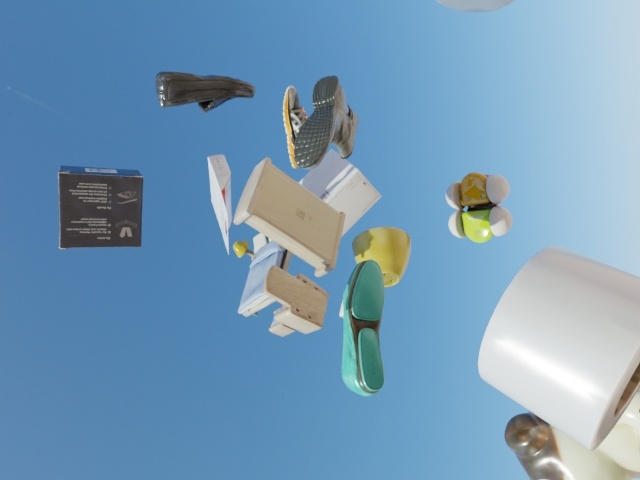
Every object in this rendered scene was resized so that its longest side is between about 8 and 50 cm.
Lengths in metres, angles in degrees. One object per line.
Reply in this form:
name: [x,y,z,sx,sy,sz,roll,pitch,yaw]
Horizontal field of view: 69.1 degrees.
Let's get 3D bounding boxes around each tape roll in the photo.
tape roll: [0.372,0.148,0.677,0.246,0.169,0.246,-23,-53,-33]

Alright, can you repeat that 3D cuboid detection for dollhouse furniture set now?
dollhouse furniture set: [-0.137,0.044,0.912,0.198,0.303,0.287,34,-131,-24]

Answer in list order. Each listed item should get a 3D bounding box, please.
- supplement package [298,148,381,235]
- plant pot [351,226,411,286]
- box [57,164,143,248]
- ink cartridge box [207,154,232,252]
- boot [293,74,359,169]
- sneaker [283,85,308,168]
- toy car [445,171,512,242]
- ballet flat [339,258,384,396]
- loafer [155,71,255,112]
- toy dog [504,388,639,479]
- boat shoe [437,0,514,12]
supplement package: [0.028,-0.133,1.532,0.262,0.204,0.145,-46,-52,5]
plant pot: [0.139,0.046,1.026,0.134,0.134,0.095,37,-139,-44]
box: [-0.462,-0.070,0.977,0.155,0.093,0.159,0,-73,-28]
ink cartridge box: [-0.276,-0.106,1.362,0.066,0.232,0.189,-16,-35,-21]
boot: [0.032,-0.233,1.050,0.161,0.083,0.247,46,-127,-50]
sneaker: [-0.053,-0.303,1.238,0.084,0.083,0.215,-91,-8,-63]
toy car: [0.425,-0.087,1.213,0.136,0.159,0.182,-6,-90,-44]
ballet flat: [0.068,0.157,0.856,0.083,0.087,0.248,15,-115,-31]
loafer: [-0.242,-0.313,0.993,0.223,0.076,0.078,-11,-66,-39]
toy dog: [0.546,0.316,0.882,0.408,0.395,0.284,-49,-56,1]
boat shoe: [0.165,-0.259,0.318,0.306,0.113,0.105,-98,20,-82]
